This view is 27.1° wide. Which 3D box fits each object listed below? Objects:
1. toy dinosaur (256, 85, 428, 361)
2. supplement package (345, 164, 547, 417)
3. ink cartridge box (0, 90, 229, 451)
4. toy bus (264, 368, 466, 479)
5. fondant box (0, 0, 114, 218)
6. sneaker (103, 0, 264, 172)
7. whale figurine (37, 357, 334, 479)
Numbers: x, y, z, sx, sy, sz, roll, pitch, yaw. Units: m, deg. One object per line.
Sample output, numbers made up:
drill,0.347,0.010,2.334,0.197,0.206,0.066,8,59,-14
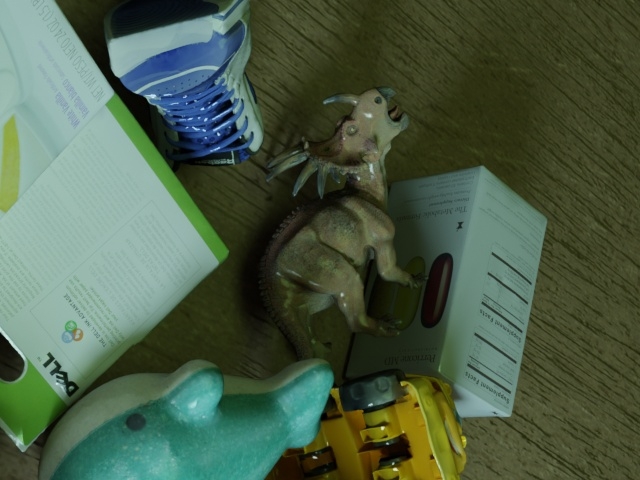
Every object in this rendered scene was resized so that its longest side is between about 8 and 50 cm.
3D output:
toy dinosaur,0.000,0.000,1.353,0.200,0.127,0.296,50,56,-27
supplement package,0.143,0.062,1.469,0.134,0.139,0.244,34,60,-38
ink cartridge box,-0.233,0.021,1.136,0.255,0.097,0.189,-45,115,-24
toy bus,0.070,0.197,1.325,0.211,0.220,0.149,-13,87,-52
fondant box,-0.328,-0.081,0.945,0.330,0.096,0.238,-51,141,-19
sneaker,-0.104,-0.143,1.199,0.315,0.127,0.182,-100,177,-73
whale figurine,-0.100,0.192,1.138,0.272,0.216,0.141,-15,51,-27
